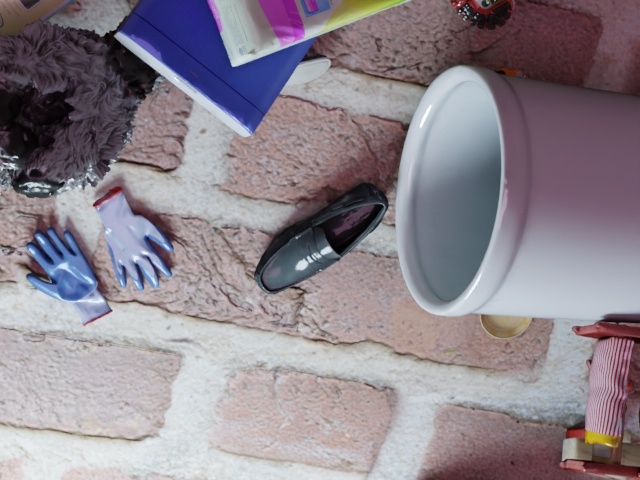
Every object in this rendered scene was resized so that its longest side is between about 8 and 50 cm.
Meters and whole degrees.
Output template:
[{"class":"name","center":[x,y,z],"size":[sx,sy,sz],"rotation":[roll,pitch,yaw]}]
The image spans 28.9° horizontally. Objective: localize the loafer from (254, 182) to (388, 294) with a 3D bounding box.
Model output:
[{"class":"loafer","center":[0.000,0.000,1.760],"size":[0.223,0.078,0.076],"rotation":[-37,108,3]}]

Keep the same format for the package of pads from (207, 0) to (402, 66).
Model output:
[{"class":"package of pads","center":[-0.016,-0.376,1.557],"size":[0.296,0.101,0.229],"rotation":[-24,97,-24]}]

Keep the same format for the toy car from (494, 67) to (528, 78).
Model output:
[{"class":"toy car","center":[0.283,-0.196,1.780],"size":[0.040,0.060,0.122],"rotation":[-35,135,-18]}]

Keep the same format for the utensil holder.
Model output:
[{"class":"utensil holder","center":[0.338,-0.052,1.659],"size":[0.385,0.327,0.327],"rotation":[4,106,-19]}]

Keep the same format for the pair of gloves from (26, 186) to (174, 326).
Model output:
[{"class":"pair of gloves","center":[-0.312,0.026,1.746],"size":[0.198,0.023,0.159],"rotation":[-30,107,-1]}]

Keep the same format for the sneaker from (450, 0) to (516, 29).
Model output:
[{"class":"sneaker","center":[0.170,-0.376,1.681],"size":[0.225,0.092,0.088],"rotation":[39,129,-4]}]

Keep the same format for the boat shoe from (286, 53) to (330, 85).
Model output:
[{"class":"boat shoe","center":[-0.049,-0.233,1.703],"size":[0.125,0.038,0.046],"rotation":[-23,152,-2]}]

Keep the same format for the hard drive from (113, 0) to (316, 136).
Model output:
[{"class":"hard drive","center":[-0.090,-0.322,1.598],"size":[0.210,0.040,0.318],"rotation":[37,72,-17]}]

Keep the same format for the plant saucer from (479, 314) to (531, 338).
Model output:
[{"class":"plant saucer","center":[0.279,0.107,1.871],"size":[0.083,0.015,0.083],"rotation":[-2,106,-9]}]

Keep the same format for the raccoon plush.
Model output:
[{"class":"raccoon plush","center":[-0.351,-0.161,1.641],"size":[0.446,0.299,0.216],"rotation":[-16,94,-38]}]

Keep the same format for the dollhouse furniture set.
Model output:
[{"class":"dollhouse furniture set","center":[0.404,0.237,1.778],"size":[0.152,0.374,0.201],"rotation":[7,80,-4]}]

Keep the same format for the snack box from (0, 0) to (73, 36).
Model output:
[{"class":"snack box","center":[-0.434,-0.420,1.571],"size":[0.187,0.060,0.322],"rotation":[-35,109,2]}]
